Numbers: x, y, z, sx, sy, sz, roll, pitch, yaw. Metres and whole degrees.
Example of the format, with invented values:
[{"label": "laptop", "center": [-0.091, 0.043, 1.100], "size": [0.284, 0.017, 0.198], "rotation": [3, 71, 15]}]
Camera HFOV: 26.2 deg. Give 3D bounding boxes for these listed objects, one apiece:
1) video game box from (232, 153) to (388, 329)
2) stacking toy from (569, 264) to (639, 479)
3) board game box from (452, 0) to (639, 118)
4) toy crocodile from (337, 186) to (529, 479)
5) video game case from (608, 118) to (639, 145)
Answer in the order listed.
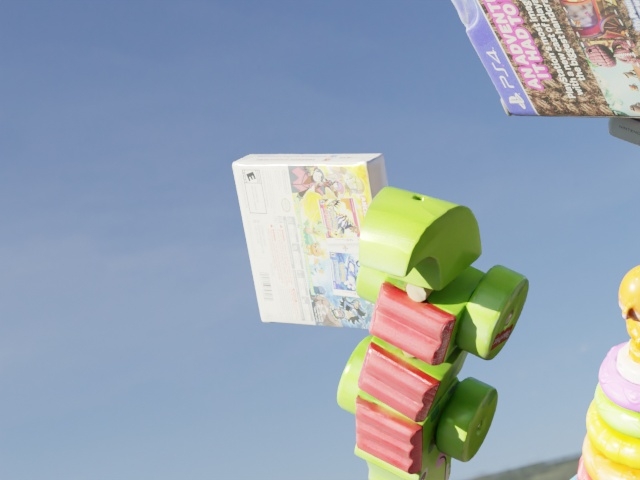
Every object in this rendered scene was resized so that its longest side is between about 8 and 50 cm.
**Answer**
[{"label": "video game box", "center": [0.000, 0.000, 1.593], "size": [0.187, 0.205, 0.048], "rotation": [4, 22, 35]}, {"label": "stacking toy", "center": [0.318, 0.150, 1.308], "size": [0.175, 0.302, 0.166], "rotation": [-31, 37, -30]}, {"label": "board game box", "center": [0.229, -0.209, 0.908], "size": [0.291, 0.141, 0.232], "rotation": [6, -38, 42]}, {"label": "toy crocodile", "center": [0.070, 0.092, 1.021], "size": [0.105, 0.115, 0.340], "rotation": [-48, -25, -38]}, {"label": "video game case", "center": [0.370, -0.113, 1.071], "size": [0.227, 0.206, 0.026], "rotation": [-41, -38, -35]}]
